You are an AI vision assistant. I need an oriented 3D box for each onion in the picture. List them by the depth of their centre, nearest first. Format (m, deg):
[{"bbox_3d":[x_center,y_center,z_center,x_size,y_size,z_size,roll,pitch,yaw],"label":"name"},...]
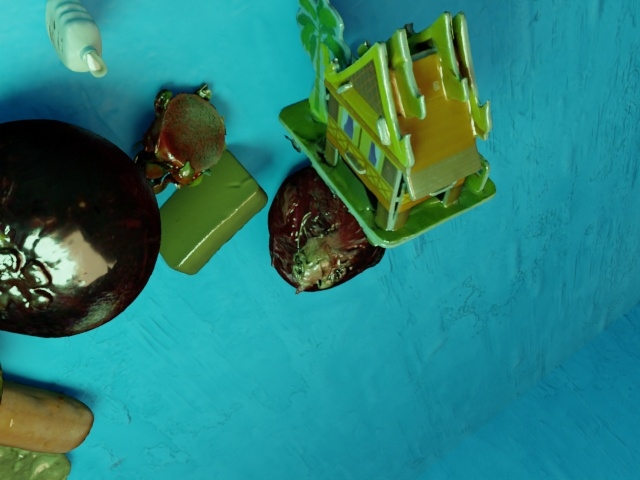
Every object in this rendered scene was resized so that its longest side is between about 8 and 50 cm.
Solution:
[{"bbox_3d":[0.001,-0.014,1.228,0.221,0.281,0.281,23,114,-14],"label":"onion"}]

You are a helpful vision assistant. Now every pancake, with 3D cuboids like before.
[{"bbox_3d":[-0.629,0.477,1.284,0.294,0.049,0.295,-25,137,-25],"label":"pancake"}]

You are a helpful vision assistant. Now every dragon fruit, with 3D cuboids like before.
[{"bbox_3d":[-0.219,-0.143,0.992,0.175,0.142,0.138,-35,105,22],"label":"dragon fruit"}]

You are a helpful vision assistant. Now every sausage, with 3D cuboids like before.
[{"bbox_3d":[-0.517,0.313,1.173,0.113,0.113,0.259,-46,141,5],"label":"sausage"}]

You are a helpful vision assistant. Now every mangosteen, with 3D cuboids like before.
[{"bbox_3d":[-0.354,-0.024,0.869,0.296,0.293,0.297,7,136,6],"label":"mangosteen"}]

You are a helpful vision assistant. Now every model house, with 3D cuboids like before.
[{"bbox_3d":[0.107,-0.232,0.981,0.242,0.358,0.313,-23,148,-21],"label":"model house"}]

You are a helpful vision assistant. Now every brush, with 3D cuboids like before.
[{"bbox_3d":[-0.186,-0.046,1.097,0.197,0.123,0.059,-44,147,5],"label":"brush"}]

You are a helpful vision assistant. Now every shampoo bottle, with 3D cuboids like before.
[{"bbox_3d":[-0.288,-0.235,0.799,0.045,0.152,0.077,-14,135,-33],"label":"shampoo bottle"}]

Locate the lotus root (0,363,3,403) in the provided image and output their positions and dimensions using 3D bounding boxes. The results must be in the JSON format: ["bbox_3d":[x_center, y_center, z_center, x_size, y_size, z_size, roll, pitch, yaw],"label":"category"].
[{"bbox_3d":[-0.623,0.235,0.914,0.346,0.250,0.251,-15,136,-40],"label":"lotus root"}]
